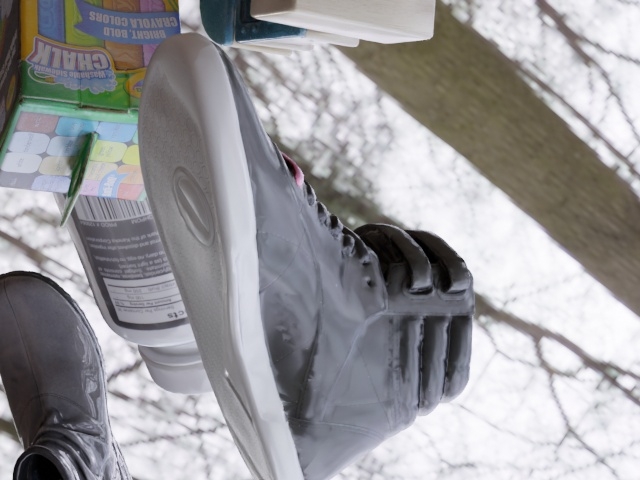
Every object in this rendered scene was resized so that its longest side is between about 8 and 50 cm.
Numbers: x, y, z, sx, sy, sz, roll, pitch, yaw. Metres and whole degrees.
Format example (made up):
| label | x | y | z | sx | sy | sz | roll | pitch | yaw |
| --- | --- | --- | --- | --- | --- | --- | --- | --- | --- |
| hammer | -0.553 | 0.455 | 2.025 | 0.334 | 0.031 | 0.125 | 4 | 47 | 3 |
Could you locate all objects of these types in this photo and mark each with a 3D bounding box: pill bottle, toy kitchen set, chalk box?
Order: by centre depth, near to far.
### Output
| label | x | y | z | sx | sy | sz | roll | pitch | yaw |
| --- | --- | --- | --- | --- | --- | --- | --- | --- | --- |
| toy kitchen set | -0.025 | -0.227 | 1.124 | 0.207 | 0.122 | 0.166 | 2 | -92 | 53 |
| chalk box | -0.183 | -0.116 | 1.212 | 0.132 | 0.132 | 0.213 | 130 | -40 | -55 |
| pill bottle | -0.152 | -0.009 | 1.523 | 0.176 | 0.318 | 0.176 | -11 | -147 | 7 |

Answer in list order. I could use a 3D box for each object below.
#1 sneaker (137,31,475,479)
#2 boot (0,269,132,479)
| label | x | y | z | sx | sy | sz | roll | pitch | yaw |
| --- | --- | --- | --- | --- | --- | --- | --- | --- | --- |
| sneaker | 0.000 | 0.000 | 0.845 | 0.147 | 0.296 | 0.104 | -26 | -144 | -17 |
| boot | -0.292 | 0.202 | 1.706 | 0.118 | 0.338 | 0.223 | -23 | -172 | 5 |
